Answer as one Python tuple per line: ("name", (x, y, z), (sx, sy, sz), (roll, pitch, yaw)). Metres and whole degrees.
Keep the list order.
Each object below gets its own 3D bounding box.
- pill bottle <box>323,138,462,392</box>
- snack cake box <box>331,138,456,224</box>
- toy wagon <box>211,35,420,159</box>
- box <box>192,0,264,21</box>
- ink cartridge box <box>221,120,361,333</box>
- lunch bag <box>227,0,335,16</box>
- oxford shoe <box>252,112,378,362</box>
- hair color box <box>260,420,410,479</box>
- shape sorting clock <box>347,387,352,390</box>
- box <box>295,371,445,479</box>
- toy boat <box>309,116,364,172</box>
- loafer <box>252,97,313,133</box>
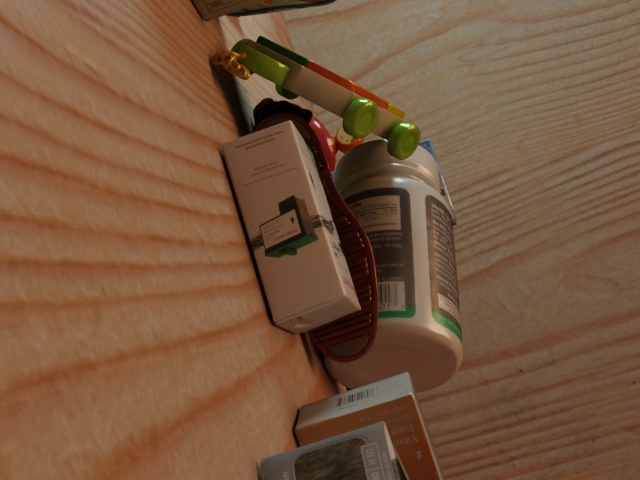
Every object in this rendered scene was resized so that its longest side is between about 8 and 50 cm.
("pill bottle", (0.106, 0.034, 1.449), (0.204, 0.204, 0.361), (65, 22, -51))
("snack cake box", (0.096, -0.062, 1.695), (0.089, 0.264, 0.152), (38, 34, -80))
("toy wagon", (-0.015, -0.221, 1.365), (0.267, 0.068, 0.344), (33, 9, 35))
("box", (-0.129, -0.413, 1.217), (0.232, 0.148, 0.127), (59, 13, -70))
("ink cartridge box", (-0.031, -0.010, 1.137), (0.160, 0.092, 0.220), (46, 26, -77))
("lunch bag", (-0.074, -0.478, 1.389), (0.115, 0.243, 0.303), (-90, 171, -49))
("oxford shoe", (0.000, 0.000, 1.306), (0.130, 0.122, 0.348), (79, -4, -77))
("hair color box", (0.068, 0.346, 0.823), (0.185, 0.113, 0.375), (-103, 172, -47))
("shape sorting clock", (0.073, 0.241, 1.641), (0.206, 0.040, 0.206), (-19, 90, -85))
("box", (0.062, 0.247, 1.008), (0.091, 0.130, 0.171), (-64, 135, -84))
("toy boat", (0.016, -0.192, 1.940), (0.231, 0.151, 0.151), (-38, 109, -85))
("loafer", (-0.075, -0.178, 1.468), (0.080, 0.078, 0.220), (-64, 175, 12))
